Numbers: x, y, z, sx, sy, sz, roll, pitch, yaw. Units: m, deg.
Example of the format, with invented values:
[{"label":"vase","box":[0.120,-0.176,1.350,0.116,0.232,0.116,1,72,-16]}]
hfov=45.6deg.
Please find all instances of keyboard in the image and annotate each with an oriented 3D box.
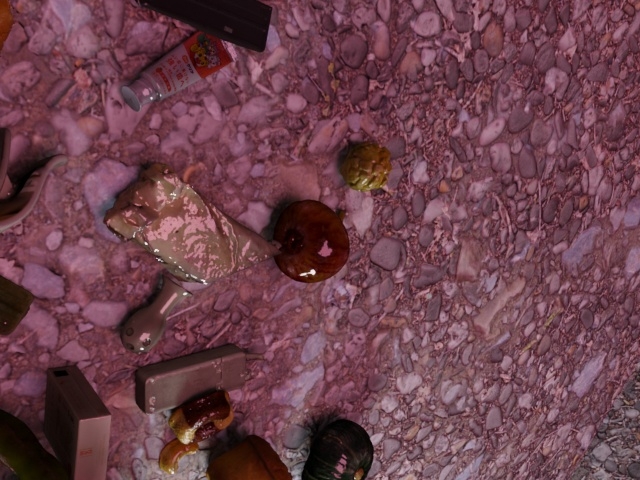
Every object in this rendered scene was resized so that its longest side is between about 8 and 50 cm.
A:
[{"label":"keyboard","box":[-0.159,-0.415,1.395,0.381,0.041,0.103,12,87,-34]}]

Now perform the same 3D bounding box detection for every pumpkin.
[{"label":"pumpkin","box":[0.038,0.541,1.864,0.211,0.152,0.211,-24,119,-51]}]

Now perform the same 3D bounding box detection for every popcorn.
[{"label":"popcorn","box":[0.101,-0.155,1.663,0.116,0.120,0.106,9,136,-33]}]

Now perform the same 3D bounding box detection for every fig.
[{"label":"fig","box":[-0.003,0.006,1.621,0.207,0.175,0.175,13,100,-60]}]

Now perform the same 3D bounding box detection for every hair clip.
[{"label":"hair clip","box":[-0.513,-0.059,1.178,0.113,0.172,0.282,43,55,-27]}]

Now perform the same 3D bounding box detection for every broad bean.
[{"label":"broad bean","box":[-0.503,0.366,1.289,0.077,0.339,0.061,-32,160,-49]}]

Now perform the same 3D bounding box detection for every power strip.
[{"label":"power strip","box":[-0.245,0.284,1.597,0.288,0.053,0.093,-10,113,-36]}]

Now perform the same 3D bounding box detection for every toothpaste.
[{"label":"toothpaste","box":[-0.250,-0.310,1.363,0.234,0.057,0.089,-42,122,-29]}]

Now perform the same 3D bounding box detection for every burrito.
[{"label":"burrito","box":[-0.245,-0.008,1.452,0.175,0.107,0.348,-48,130,7]}]

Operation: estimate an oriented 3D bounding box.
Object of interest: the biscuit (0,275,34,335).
[{"label":"biscuit","box":[-0.612,0.064,1.228,0.322,0.038,0.099,39,79,-41]}]

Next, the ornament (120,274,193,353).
[{"label":"ornament","box":[-0.322,0.148,1.472,0.075,0.081,0.156,36,79,-8]}]

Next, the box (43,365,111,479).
[{"label":"box","box":[-0.439,0.329,1.362,0.058,0.201,0.141,-1,107,-34]}]

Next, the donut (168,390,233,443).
[{"label":"donut","box":[-0.245,0.373,1.596,0.140,0.059,0.140,-24,150,-15]}]

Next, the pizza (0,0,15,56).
[{"label":"pizza","box":[-0.530,-0.337,1.119,0.147,0.069,0.226,-48,137,-42]}]

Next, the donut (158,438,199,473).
[{"label":"donut","box":[-0.301,0.461,1.634,0.083,0.038,0.067,-2,106,-36]}]

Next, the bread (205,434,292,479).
[{"label":"bread","box":[-0.132,0.574,1.656,0.172,0.312,0.312,-22,121,-17]}]
